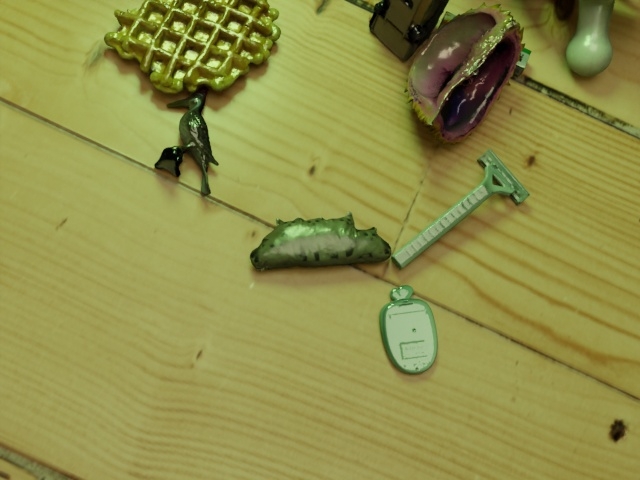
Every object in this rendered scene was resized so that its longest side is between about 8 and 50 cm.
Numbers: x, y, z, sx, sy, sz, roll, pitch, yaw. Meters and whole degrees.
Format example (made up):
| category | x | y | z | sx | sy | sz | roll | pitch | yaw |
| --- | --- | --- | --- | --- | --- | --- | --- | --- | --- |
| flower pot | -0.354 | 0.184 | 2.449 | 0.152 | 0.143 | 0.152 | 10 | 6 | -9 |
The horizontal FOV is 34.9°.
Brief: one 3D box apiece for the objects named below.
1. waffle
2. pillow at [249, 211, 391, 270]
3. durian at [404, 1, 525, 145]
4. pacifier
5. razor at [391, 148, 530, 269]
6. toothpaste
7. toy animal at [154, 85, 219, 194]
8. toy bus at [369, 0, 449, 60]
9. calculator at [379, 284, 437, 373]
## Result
| category | x | y | z | sx | sy | sz | roll | pitch | yaw |
| --- | --- | --- | --- | --- | --- | --- | --- | --- | --- |
| waffle | -0.223 | -0.395 | 1.806 | 0.281 | 0.058 | 0.301 | 45 | 68 | 9 |
| pillow | -0.001 | -0.001 | 1.717 | 0.241 | 0.051 | 0.093 | -4 | 72 | -9 |
| durian | 0.245 | -0.303 | 1.817 | 0.260 | 0.154 | 0.186 | -39 | 63 | -5 |
| pacifier | 0.512 | -0.423 | 1.896 | 0.299 | 0.244 | 0.233 | 10 | 101 | 18 |
| razor | 0.234 | -0.044 | 1.769 | 0.278 | 0.056 | 0.111 | -38 | 83 | -19 |
| toothpaste | 0.303 | -0.368 | 1.901 | 0.178 | 0.037 | 0.043 | 25 | 68 | 0 |
| toy animal | -0.220 | -0.180 | 1.745 | 0.105 | 0.070 | 0.202 | 13 | 63 | -15 |
| toy bus | 0.186 | -0.447 | 1.759 | 0.112 | 0.317 | 0.138 | 46 | 66 | 5 |
| calculator | 0.148 | 0.148 | 1.708 | 0.095 | 0.021 | 0.153 | -6 | 76 | -12 |
